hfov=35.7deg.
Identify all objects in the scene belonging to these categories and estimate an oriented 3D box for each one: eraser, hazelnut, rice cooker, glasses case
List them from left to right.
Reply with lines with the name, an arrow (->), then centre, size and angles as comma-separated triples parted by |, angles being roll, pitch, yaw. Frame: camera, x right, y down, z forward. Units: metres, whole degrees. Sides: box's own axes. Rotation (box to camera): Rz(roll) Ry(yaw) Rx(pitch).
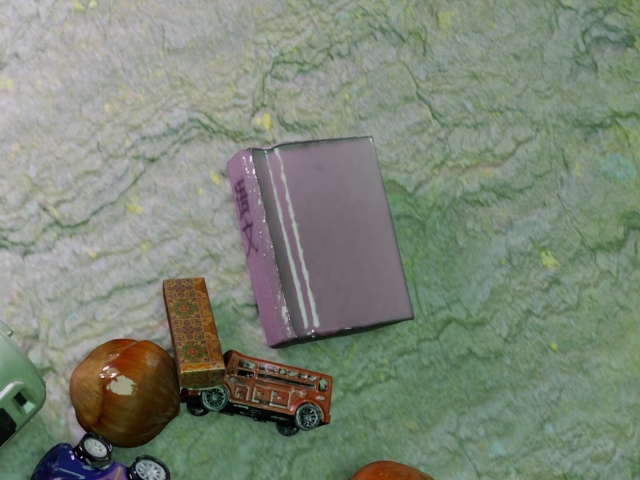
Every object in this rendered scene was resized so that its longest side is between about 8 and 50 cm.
rice cooker -> -0.549, 0.237, 1.481 | 0.226, 0.226, 0.244 | 48, 63, -3
hazelnut -> -0.311, 0.242, 1.599 | 0.182, 0.182, 0.182 | 6, 73, -20
glasses case -> -0.214, 0.153, 1.670 | 0.075, 0.049, 0.218 | -3, 42, -16
eraser -> 0.000, 0.000, 1.823 | 0.272, 0.122, 0.359 | -9, 80, -25

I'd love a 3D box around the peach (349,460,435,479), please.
peach -> 0.120, 0.502, 1.686 | 0.214, 0.214, 0.236 | 27, 74, -12

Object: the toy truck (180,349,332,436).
toy truck -> -0.110, 0.260, 1.712 | 0.252, 0.107, 0.114 | 16, 69, -18

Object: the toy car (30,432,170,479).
toy car -> -0.338, 0.421, 1.514 | 0.235, 0.158, 0.172 | 26, 111, -9
